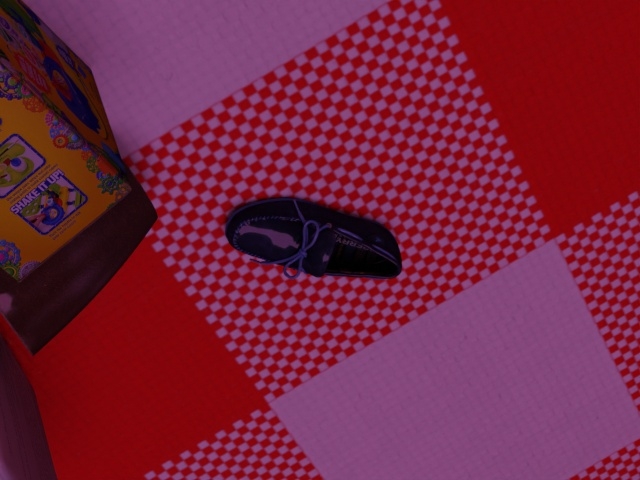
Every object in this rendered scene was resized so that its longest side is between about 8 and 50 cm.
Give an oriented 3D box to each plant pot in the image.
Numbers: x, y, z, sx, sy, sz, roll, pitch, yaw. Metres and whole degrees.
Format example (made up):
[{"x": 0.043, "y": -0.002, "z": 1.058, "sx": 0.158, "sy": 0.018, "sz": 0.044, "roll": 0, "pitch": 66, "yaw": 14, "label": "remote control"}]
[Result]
[{"x": -0.329, "y": -0.008, "z": 1.854, "sx": 0.230, "sy": 0.215, "sz": 0.215, "roll": -35, "pitch": 129, "yaw": -10, "label": "plant pot"}]

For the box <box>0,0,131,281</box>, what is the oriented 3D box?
[{"x": -0.388, "y": -0.160, "z": 1.655, "sx": 0.177, "sy": 0.290, "sz": 0.279, "roll": -38, "pitch": 128, "yaw": 9, "label": "box"}]

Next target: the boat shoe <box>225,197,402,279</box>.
[{"x": 0.000, "y": 0.000, "z": 2.030, "sx": 0.258, "sy": 0.089, "sz": 0.109, "roll": 2, "pitch": 122, "yaw": -21, "label": "boat shoe"}]

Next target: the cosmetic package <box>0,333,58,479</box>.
[{"x": -0.523, "y": 0.281, "z": 1.832, "sx": 0.327, "sy": 0.329, "sz": 0.394, "roll": -19, "pitch": 145, "yaw": -6, "label": "cosmetic package"}]
